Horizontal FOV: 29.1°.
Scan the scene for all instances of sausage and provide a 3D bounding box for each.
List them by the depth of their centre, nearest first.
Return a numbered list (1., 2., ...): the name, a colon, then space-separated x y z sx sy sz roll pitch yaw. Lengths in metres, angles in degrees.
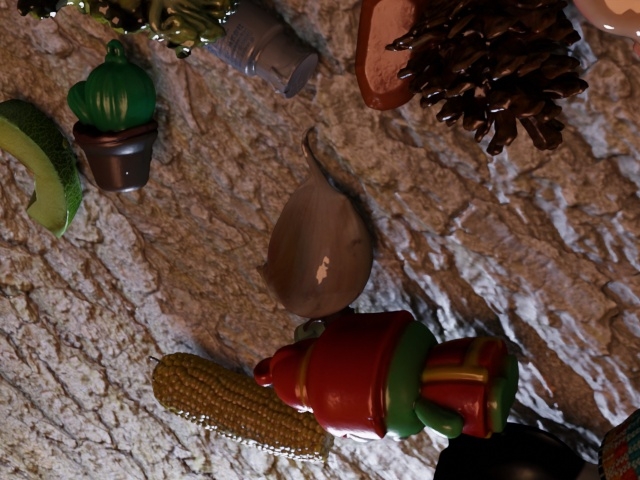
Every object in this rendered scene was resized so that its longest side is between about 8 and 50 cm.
1. sausage: 0.083 -0.228 1.370 0.089 0.089 0.179 17 121 20

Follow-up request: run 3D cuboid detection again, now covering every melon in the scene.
1. melon: -0.402 -0.103 1.776 0.118 0.064 0.210 14 132 21

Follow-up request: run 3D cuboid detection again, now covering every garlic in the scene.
1. garlic: 0.004 -0.002 1.595 0.148 0.128 0.267 21 122 1

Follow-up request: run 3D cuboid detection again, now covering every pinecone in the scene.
1. pinecone: 0.186 -0.186 1.280 0.212 0.169 0.185 35 147 -21

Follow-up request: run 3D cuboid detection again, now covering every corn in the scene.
1. corn: -0.122 0.251 1.850 0.310 0.101 0.101 21 132 13

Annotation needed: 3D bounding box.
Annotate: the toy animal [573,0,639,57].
1. toy animal: 0.320 -0.255 1.095 0.345 0.277 0.247 47 147 -12

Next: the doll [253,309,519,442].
1. doll: 0.072 0.175 1.597 0.363 0.183 0.160 -3 126 28

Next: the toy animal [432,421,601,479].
1. toy animal: 0.304 0.370 1.582 0.309 0.251 0.251 10 128 20

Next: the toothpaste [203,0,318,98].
1. toothpaste: -0.139 -0.280 1.484 0.299 0.073 0.114 37 133 12

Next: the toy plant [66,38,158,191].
1. toy plant: -0.275 -0.167 1.627 0.142 0.105 0.200 11 112 40

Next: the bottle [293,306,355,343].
1. bottle: 0.009 0.121 1.704 0.101 0.063 0.047 -33 74 40

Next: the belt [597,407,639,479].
1. belt: 0.465 0.299 1.448 0.295 0.207 0.160 27 128 -23

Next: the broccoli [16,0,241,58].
1. broccoli: -0.209 -0.374 1.346 0.272 0.324 0.334 2 127 -24
